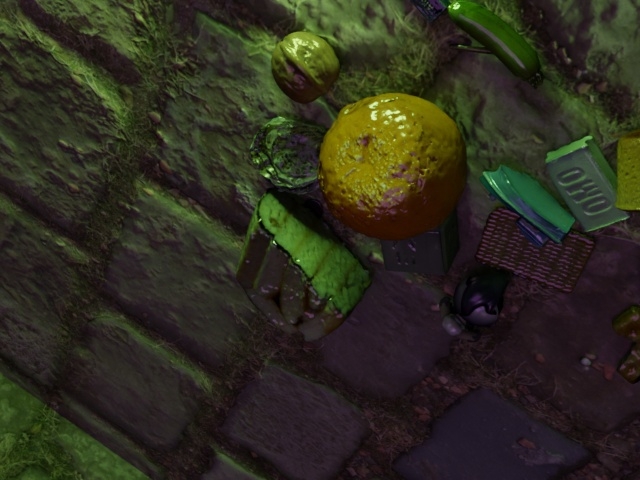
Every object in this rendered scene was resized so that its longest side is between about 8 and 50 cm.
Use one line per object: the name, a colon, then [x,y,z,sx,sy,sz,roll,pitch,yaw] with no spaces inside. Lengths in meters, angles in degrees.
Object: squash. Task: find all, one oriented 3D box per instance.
squash: [0.378,-0.422,1.506,0.258,0.069,0.069,39,129,-4]

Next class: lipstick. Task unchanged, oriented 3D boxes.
lipstick: [0.151,-0.597,1.518,0.312,0.051,0.051,46,129,-5]

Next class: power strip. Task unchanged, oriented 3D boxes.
power strip: [0.221,-0.008,1.795,0.225,0.139,0.140,3,124,26]

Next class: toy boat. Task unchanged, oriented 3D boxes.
toy boat: [0.467,-0.080,1.649,0.238,0.109,0.098,43,140,6]

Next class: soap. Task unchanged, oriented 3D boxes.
soap: [0.592,-0.123,1.583,0.115,0.063,0.198,-26,105,43]

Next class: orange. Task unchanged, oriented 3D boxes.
orange: [0.169,-0.164,1.622,0.341,0.293,0.340,-2,87,33]

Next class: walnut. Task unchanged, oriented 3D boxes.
walnut: [-0.039,-0.408,1.676,0.167,0.149,0.166,1,96,10]

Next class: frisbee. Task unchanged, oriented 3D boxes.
frisbee: [0.000,0.000,1.994,0.187,0.012,0.211,35,128,1]

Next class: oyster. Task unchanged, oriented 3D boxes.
oyster: [-0.052,-0.212,1.838,0.268,0.112,0.198,31,108,15]

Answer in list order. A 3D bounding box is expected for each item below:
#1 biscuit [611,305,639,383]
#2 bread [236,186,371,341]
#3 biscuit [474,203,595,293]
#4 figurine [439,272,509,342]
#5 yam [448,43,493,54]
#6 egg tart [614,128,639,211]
biscuit: [0.774,0.258,1.757,0.183,0.039,0.174,44,130,-4]
bread: [-0.086,0.081,1.927,0.395,0.239,0.264,46,129,-5]
biscuit: [0.517,0.021,1.740,0.255,0.029,0.172,22,127,12]
figurine: [0.389,0.160,1.826,0.145,0.145,0.222,35,130,3]
yam: [0.333,-0.419,1.563,0.107,0.014,0.014,12,124,19]
egg tart: [0.695,-0.144,1.445,0.215,0.215,0.170,-11,103,31]
